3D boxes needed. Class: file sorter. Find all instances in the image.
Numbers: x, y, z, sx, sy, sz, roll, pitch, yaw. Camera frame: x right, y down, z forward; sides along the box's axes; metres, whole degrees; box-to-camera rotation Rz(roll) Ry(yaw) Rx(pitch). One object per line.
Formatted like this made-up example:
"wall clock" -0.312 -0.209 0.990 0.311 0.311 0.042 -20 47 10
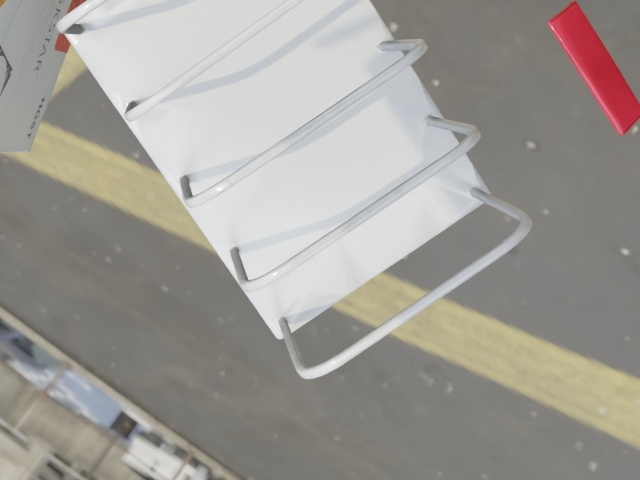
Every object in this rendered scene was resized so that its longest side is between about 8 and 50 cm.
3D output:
"file sorter" -0.019 -0.081 0.744 0.278 0.193 0.173 56 179 -11

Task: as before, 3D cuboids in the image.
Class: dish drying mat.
"dish drying mat" 0.169 -0.105 0.693 0.008 0.032 0.083 -24 103 52

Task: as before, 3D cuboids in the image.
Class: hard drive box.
"hard drive box" -0.252 -0.161 0.818 0.089 0.181 0.232 22 -174 0
